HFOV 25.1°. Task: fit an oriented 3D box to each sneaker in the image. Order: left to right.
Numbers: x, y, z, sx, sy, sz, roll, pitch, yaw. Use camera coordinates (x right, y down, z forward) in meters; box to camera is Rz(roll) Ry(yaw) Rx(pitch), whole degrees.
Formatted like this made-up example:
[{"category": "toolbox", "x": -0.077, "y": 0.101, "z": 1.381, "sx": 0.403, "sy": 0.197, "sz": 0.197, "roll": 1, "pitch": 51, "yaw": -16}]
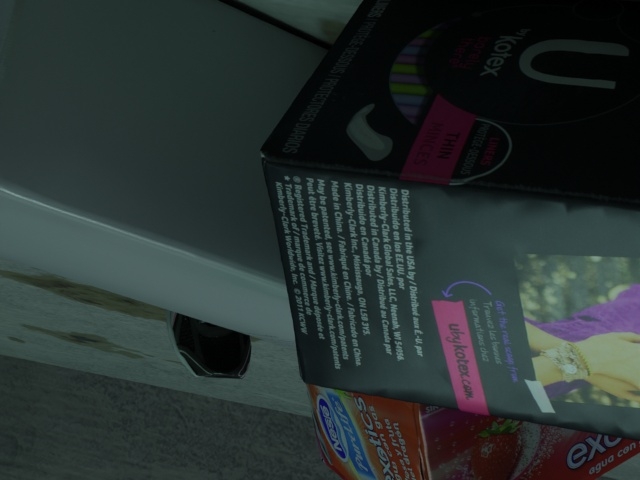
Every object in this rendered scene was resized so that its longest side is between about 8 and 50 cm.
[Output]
[{"category": "sneaker", "x": -0.099, "y": 0.030, "z": 1.214, "sx": 0.072, "sy": 0.178, "sz": 0.077, "roll": -10, "pitch": 163, "yaw": -14}]

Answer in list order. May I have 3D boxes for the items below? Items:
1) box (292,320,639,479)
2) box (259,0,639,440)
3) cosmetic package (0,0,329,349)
[{"category": "box", "x": 0.127, "y": 0.054, "z": 0.823, "sx": 0.257, "sy": 0.122, "sz": 0.128, "roll": -24, "pitch": -150, "yaw": -24}, {"category": "box", "x": 0.131, "y": -0.014, "z": 0.672, "sx": 0.270, "sy": 0.165, "sz": 0.143, "roll": 8, "pitch": 131, "yaw": 19}, {"category": "cosmetic package", "x": -0.072, "y": -0.039, "z": 0.902, "sx": 0.385, "sy": 0.156, "sz": 0.217, "roll": 22, "pitch": 164, "yaw": -34}]
